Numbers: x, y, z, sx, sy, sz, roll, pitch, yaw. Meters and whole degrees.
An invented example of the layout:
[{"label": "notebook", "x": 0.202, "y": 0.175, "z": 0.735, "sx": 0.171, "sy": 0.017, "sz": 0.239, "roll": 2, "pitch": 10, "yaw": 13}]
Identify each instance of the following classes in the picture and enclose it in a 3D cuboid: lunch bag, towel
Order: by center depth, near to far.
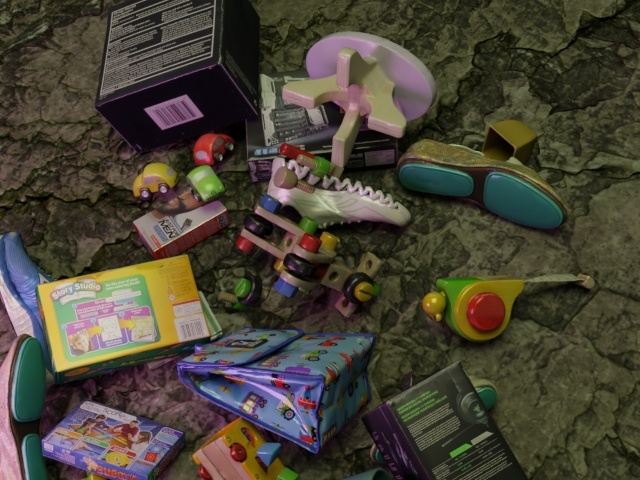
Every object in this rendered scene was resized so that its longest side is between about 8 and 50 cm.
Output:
[{"label": "lunch bag", "x": -0.084, "y": 0.225, "z": 1.717, "sx": 0.293, "sy": 0.138, "sz": 0.221, "roll": 11, "pitch": 18, "yaw": 23}, {"label": "towel", "x": -0.270, "y": 0.168, "z": 1.886, "sx": 0.152, "sy": 0.023, "sz": 0.113, "roll": -27, "pitch": 55, "yaw": -9}]

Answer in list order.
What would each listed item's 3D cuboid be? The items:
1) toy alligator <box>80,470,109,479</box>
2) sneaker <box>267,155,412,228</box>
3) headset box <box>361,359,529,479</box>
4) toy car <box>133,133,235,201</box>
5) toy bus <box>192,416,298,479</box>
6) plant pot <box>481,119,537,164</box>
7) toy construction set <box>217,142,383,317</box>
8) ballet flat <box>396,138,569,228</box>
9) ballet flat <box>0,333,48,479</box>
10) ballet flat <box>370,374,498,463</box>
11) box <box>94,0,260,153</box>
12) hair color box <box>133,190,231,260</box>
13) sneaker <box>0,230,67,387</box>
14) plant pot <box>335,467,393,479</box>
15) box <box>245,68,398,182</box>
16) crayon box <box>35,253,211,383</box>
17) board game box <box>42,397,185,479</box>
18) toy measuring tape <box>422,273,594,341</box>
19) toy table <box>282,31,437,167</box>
[{"label": "toy alligator", "x": -0.373, "y": 0.449, "z": 1.685, "sx": 0.051, "sy": 0.056, "sz": 0.190, "roll": 19, "pitch": 48, "yaw": -31}, {"label": "sneaker", "x": 0.034, "y": -0.071, "z": 1.978, "sx": 0.292, "sy": 0.110, "sz": 0.118, "roll": 18, "pitch": 91, "yaw": 7}, {"label": "headset box", "x": 0.190, "y": 0.333, "z": 1.533, "sx": 0.131, "sy": 0.246, "sz": 0.283, "roll": -28, "pitch": 79, "yaw": -13}, {"label": "toy car", "x": -0.254, "y": -0.140, "z": 2.020, "sx": 0.239, "sy": 0.053, "sz": 0.225, "roll": -30, "pitch": 31, "yaw": -14}, {"label": "toy bus", "x": -0.109, "y": 0.387, "z": 1.661, "sx": 0.191, "sy": 0.202, "sz": 0.104, "roll": 15, "pitch": 28, "yaw": 24}, {"label": "plant pot", "x": 0.387, "y": -0.195, "z": 2.031, "sx": 0.083, "sy": 0.081, "sz": 0.081, "roll": -27, "pitch": 56, "yaw": -26}, {"label": "toy construction set", "x": 0.000, "y": 0.000, "z": 1.866, "sx": 0.257, "sy": 0.237, "sz": 0.309, "roll": -3, "pitch": 70, "yaw": 56}, {"label": "ballet flat", "x": 0.324, "y": -0.124, "z": 1.971, "sx": 0.348, "sy": 0.123, "sz": 0.123, "roll": 16, "pitch": 59, "yaw": 17}, {"label": "ballet flat", "x": -0.529, "y": 0.318, "z": 1.714, "sx": 0.106, "sy": 0.107, "sz": 0.316, "roll": -9, "pitch": 76, "yaw": 16}, {"label": "ballet flat", "x": 0.184, "y": 0.299, "z": 1.720, "sx": 0.248, "sy": 0.086, "sz": 0.086, "roll": -24, "pitch": 57, "yaw": -12}, {"label": "box", "x": -0.291, "y": -0.379, "z": 2.122, "sx": 0.296, "sy": 0.183, "sz": 0.294, "roll": -15, "pitch": 54, "yaw": 19}, {"label": "hair color box", "x": -0.275, "y": -0.035, "z": 2.003, "sx": 0.167, "sy": 0.053, "sz": 0.093, "roll": -31, "pitch": 57, "yaw": -16}, {"label": "sneaker", "x": -0.518, "y": 0.115, "z": 1.897, "sx": 0.147, "sy": 0.130, "sz": 0.330, "roll": -23, "pitch": 64, "yaw": -18}, {"label": "plant pot", "x": 0.002, "y": 0.499, "z": 1.479, "sx": 0.235, "sy": 0.293, "sz": 0.293, "roll": -13, "pitch": 54, "yaw": 14}, {"label": "box", "x": -0.001, "y": -0.251, "z": 2.108, "sx": 0.307, "sy": 0.076, "sz": 0.242, "roll": -6, "pitch": 55, "yaw": 2}, {"label": "crayon box", "x": -0.351, "y": 0.138, "z": 1.798, "sx": 0.278, "sy": 0.081, "sz": 0.165, "roll": -12, "pitch": 69, "yaw": -18}, {"label": "board game box", "x": -0.351, "y": 0.345, "z": 1.723, "sx": 0.201, "sy": 0.035, "sz": 0.136, "roll": 15, "pitch": 28, "yaw": 16}, {"label": "toy measuring tape", "x": 0.338, "y": 0.121, "z": 1.817, "sx": 0.330, "sy": 0.121, "sz": 0.121, "roll": -2, "pitch": 54, "yaw": -17}, {"label": "toy table", "x": 0.069, "y": -0.283, "z": 1.949, "sx": 0.274, "sy": 0.252, "sz": 0.161, "roll": 11, "pitch": 40, "yaw": 27}]
